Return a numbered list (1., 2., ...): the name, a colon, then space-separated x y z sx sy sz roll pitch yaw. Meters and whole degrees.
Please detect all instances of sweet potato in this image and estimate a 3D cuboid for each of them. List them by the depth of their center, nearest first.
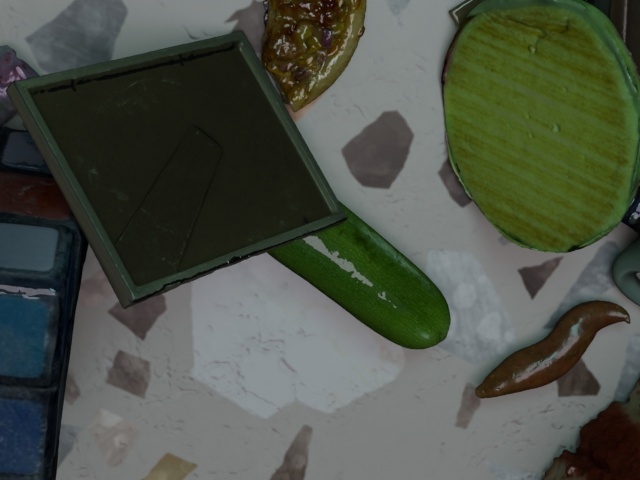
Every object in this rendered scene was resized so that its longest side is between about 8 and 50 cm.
1. sweet potato: 0.273 0.134 1.824 0.202 0.058 0.055 -36 61 0

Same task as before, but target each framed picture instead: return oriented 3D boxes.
1. framed picture: -0.136 -0.085 1.589 0.022 0.335 0.247 -35 82 42

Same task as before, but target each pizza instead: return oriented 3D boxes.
1. pizza: -0.007 -0.263 1.701 0.127 0.058 0.246 17 99 -8

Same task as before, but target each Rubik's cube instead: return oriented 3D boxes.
1. Rubik's cube: -0.423 0.086 1.563 0.363 0.358 0.362 9 120 -10

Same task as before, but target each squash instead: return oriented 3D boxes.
1. squash: 0.000 0.000 1.744 0.379 0.101 0.101 41 97 -12

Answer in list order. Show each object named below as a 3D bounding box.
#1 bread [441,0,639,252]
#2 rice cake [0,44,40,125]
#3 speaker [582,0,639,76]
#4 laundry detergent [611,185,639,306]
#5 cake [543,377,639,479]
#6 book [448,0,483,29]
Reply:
1. bread: 0.241 -0.125 1.661 0.045 0.301 0.301 -14 107 -35
2. rice cake: -0.439 -0.117 1.700 0.290 0.051 0.081 -30 107 2
3. speaker: 0.361 -0.193 1.683 0.193 0.153 0.230 -6 110 -14
4. laundry detergent: 0.442 0.027 1.761 0.281 0.105 0.215 28 139 -5
5. cake: 0.433 0.327 1.770 0.319 0.269 0.270 -44 103 5
6. book: 0.263 -0.255 1.748 0.199 0.016 0.138 -32 104 3
